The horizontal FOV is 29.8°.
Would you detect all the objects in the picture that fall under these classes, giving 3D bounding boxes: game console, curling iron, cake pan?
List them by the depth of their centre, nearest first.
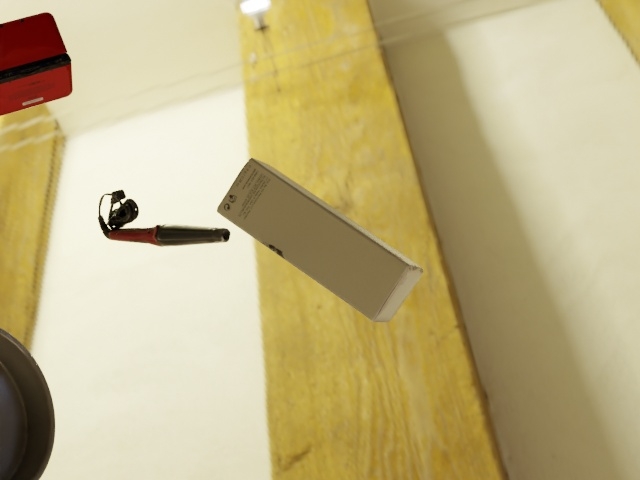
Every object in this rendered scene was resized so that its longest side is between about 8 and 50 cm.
[{"bbox_3d":[-0.209,-0.020,1.549,0.035,0.068,0.274,-16,-162,-39],"label":"curling iron"},{"bbox_3d":[-0.536,0.268,1.850,0.054,0.293,0.293,-21,-149,31],"label":"cake pan"},{"bbox_3d":[-0.488,-0.286,1.962,0.144,0.124,0.085,-20,-123,-23],"label":"game console"}]

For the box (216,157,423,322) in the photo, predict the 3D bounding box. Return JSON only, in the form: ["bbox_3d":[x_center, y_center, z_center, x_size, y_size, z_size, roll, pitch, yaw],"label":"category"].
[{"bbox_3d":[0.000,0.000,1.662,0.275,0.113,0.094,35,-84,16],"label":"box"}]
